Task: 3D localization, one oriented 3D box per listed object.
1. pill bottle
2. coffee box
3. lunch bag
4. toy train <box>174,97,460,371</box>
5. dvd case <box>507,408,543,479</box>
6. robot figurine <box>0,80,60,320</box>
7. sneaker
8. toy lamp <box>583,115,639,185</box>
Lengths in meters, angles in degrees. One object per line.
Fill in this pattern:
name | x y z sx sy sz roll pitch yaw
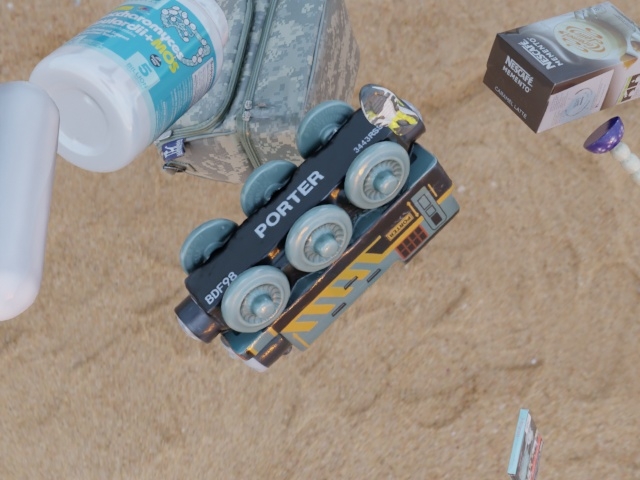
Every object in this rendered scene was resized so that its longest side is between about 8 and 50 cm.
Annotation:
pill bottle | -0.210 -0.202 1.213 0.146 0.146 0.264 30 43 5
coffee box | 0.399 -0.276 1.629 0.246 0.098 0.141 -21 54 -28
lunch bag | -0.099 -0.231 1.573 0.256 0.212 0.305 3 66 18
toy train | 0.000 0.000 1.106 0.334 0.190 0.142 -45 47 -2
dvd case | 0.267 0.280 1.343 0.013 0.119 0.087 6 63 24
robot figurine | -0.257 -0.058 0.442 0.300 0.200 0.353 17 59 -27
sneaker | 0.052 -0.117 0.898 0.031 0.083 0.035 -46 57 10
toy lamp | 0.521 -0.068 1.585 0.274 0.080 0.080 45 64 -7
